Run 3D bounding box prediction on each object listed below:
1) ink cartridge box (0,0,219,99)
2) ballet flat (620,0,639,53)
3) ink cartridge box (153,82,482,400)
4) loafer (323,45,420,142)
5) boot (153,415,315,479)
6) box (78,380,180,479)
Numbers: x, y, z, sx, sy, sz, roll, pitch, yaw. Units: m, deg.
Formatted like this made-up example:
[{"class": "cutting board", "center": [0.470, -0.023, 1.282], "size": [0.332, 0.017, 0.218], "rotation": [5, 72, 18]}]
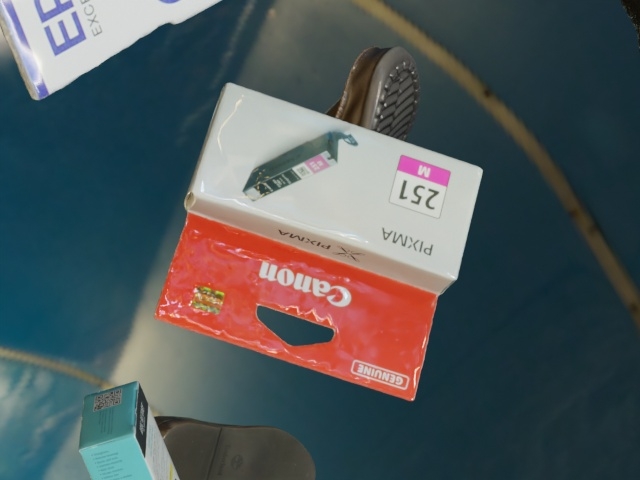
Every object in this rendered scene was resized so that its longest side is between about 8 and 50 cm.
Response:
[{"class": "ink cartridge box", "center": [-0.062, -0.256, 0.566], "size": [0.072, 0.307, 0.304], "rotation": [12, -52, 49]}, {"class": "ballet flat", "center": [0.330, -0.208, 1.406], "size": [0.049, 0.057, 0.173], "rotation": [40, 30, -42]}, {"class": "ink cartridge box", "center": [0.000, 0.000, 1.421], "size": [0.275, 0.239, 0.060], "rotation": [18, -23, -7]}, {"class": "loafer", "center": [0.015, -0.105, 1.875], "size": [0.130, 0.134, 0.366], "rotation": [34, -50, 16]}, {"class": "boot", "center": [-0.123, 0.257, 1.730], "size": [0.115, 0.305, 0.112], "rotation": [13, -99, 42]}, {"class": "box", "center": [-0.176, 0.274, 1.494], "size": [0.100, 0.060, 0.244], "rotation": [-99, 172, -63]}]
